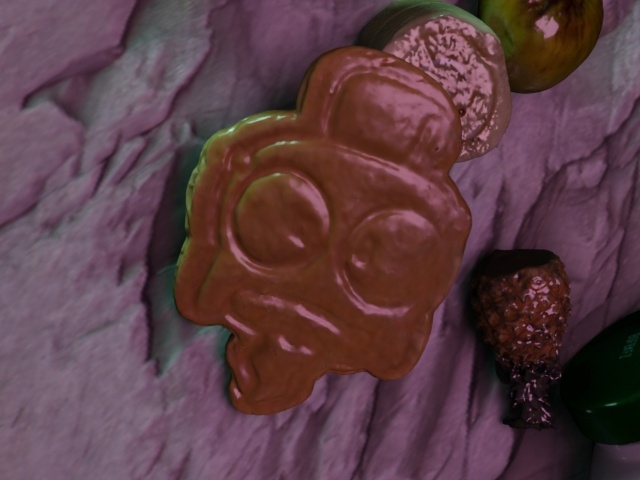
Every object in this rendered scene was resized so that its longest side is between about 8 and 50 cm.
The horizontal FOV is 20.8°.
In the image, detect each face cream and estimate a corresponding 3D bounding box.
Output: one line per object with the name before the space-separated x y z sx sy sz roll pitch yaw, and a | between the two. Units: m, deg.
face cream | 0.425 0.254 1.848 0.312 0.219 0.357 -38 106 -22

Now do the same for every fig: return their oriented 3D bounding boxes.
fig | 0.222 -0.226 1.773 0.136 0.121 0.153 25 80 -22

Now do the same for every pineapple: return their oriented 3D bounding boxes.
pineapple | 0.214 0.108 1.799 0.108 0.108 0.197 -17 108 -27

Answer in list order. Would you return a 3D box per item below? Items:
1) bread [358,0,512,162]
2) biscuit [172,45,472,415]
bread | 0.112 -0.158 1.690 0.134 0.141 0.148 -27 106 0
biscuit | 0.000 0.001 1.630 0.269 0.051 0.376 20 106 -7
